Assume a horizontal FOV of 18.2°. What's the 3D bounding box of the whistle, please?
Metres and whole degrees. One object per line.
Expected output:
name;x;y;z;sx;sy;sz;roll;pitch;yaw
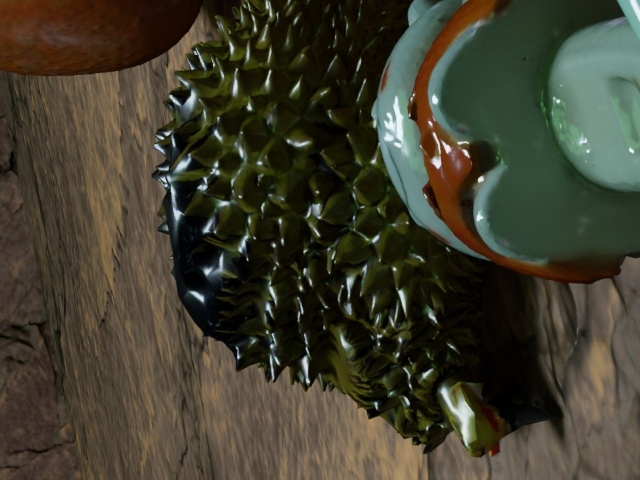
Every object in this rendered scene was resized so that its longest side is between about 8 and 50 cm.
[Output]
whistle;0.076;-0.038;0.643;0.101;0.106;0.253;39;171;-13

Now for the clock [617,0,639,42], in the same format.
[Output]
clock;0.132;-0.011;0.388;0.060;0.148;0.188;-38;62;24

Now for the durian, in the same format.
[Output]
durian;0.000;0.000;0.883;0.193;0.137;0.237;97;156;-52

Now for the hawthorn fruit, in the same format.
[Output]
hawthorn fruit;-0.193;-0.188;1.256;0.199;0.251;0.199;166;90;-89
